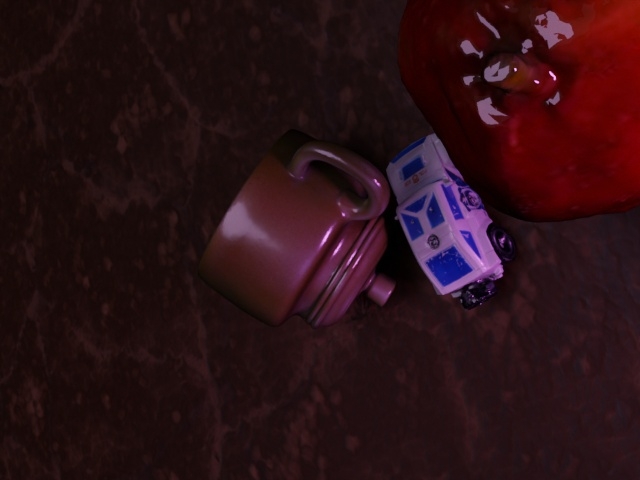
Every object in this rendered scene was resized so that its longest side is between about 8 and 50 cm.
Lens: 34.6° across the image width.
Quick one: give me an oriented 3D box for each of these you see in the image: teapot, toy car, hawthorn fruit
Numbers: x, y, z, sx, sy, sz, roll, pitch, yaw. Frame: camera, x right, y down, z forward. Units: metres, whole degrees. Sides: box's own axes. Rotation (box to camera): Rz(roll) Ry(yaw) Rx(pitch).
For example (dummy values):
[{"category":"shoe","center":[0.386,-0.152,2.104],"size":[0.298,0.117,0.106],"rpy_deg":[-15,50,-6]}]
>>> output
[{"category":"teapot","center":[0.000,0.000,1.015],"size":[0.175,0.186,0.268],"rpy_deg":[31,145,1]},{"category":"toy car","center":[0.119,-0.017,0.974],"size":[0.080,0.070,0.171],"rpy_deg":[-33,72,39]},{"category":"hawthorn fruit","center":[0.183,-0.138,0.747],"size":[0.265,0.307,0.265],"rpy_deg":[5,104,22]}]
